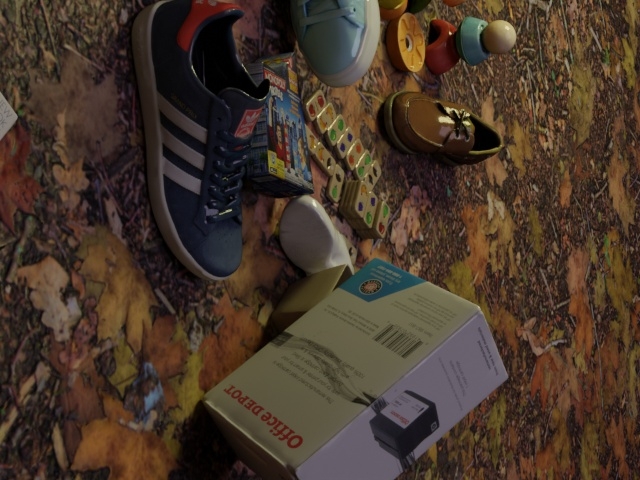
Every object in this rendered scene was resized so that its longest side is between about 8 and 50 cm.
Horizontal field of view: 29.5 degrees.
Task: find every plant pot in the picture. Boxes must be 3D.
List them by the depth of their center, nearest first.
[{"bbox_3d":[-0.003,0.109,1.689,0.109,0.096,0.109,65,36,-30],"label":"plant pot"}]

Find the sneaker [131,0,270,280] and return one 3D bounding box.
[{"bbox_3d":[-0.124,-0.121,1.466,0.131,0.148,0.350,-30,112,-57],"label":"sneaker"}]

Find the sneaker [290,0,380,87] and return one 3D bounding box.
[{"bbox_3d":[-0.016,-0.398,1.710,0.150,0.135,0.366,15,63,-57],"label":"sneaker"}]

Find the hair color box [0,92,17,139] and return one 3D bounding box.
[{"bbox_3d":[-0.417,-0.063,1.011,0.185,0.110,0.339,61,37,-34],"label":"hair color box"}]

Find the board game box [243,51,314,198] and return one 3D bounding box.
[{"bbox_3d":[-0.069,-0.166,1.619,0.194,0.060,0.194,21,63,-73],"label":"board game box"}]

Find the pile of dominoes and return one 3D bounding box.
[{"bbox_3d":[0.034,-0.098,1.832,0.251,0.040,0.196,49,47,-46],"label":"pile of dominoes"}]

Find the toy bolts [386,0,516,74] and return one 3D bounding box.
[{"bbox_3d":[0.233,-0.366,2.082,0.228,0.158,0.218,45,49,-47],"label":"toy bolts"}]

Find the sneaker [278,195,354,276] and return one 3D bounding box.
[{"bbox_3d":[0.000,0.000,1.743,0.212,0.080,0.094,68,26,-42],"label":"sneaker"}]

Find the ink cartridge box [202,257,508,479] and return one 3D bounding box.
[{"bbox_3d":[0.042,0.185,1.518,0.307,0.223,0.129,-38,124,-19],"label":"ink cartridge box"}]

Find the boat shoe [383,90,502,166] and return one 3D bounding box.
[{"bbox_3d":[0.216,-0.198,2.085,0.307,0.104,0.111,7,80,-59],"label":"boat shoe"}]

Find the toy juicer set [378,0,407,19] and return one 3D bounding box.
[{"bbox_3d":[0.081,-0.457,1.818,0.329,0.089,0.209,74,15,-68],"label":"toy juicer set"}]
